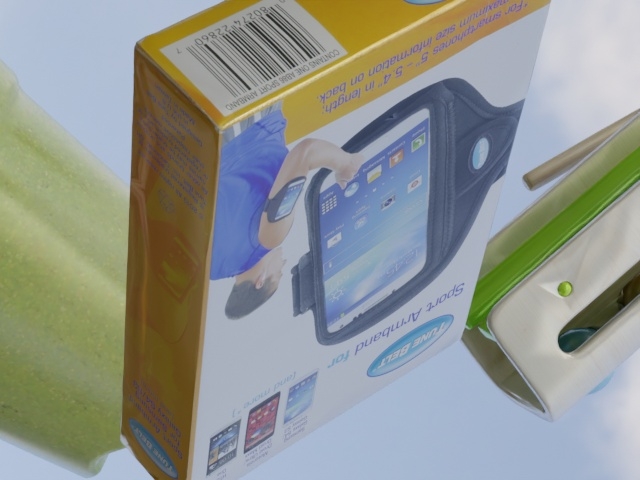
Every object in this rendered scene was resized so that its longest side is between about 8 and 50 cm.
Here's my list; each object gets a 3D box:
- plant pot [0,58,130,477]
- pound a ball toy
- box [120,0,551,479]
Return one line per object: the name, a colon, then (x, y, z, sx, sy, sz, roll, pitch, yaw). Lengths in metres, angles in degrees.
plant pot: (-0.216, 0.025, 1.320, 0.276, 0.254, 0.276, -52, -166, 18)
pound a ball toy: (0.247, -0.006, 1.519, 0.319, 0.135, 0.208, -39, -163, -9)
box: (0.000, 0.000, 0.382, 0.028, 0.081, 0.136, 44, -31, 28)
